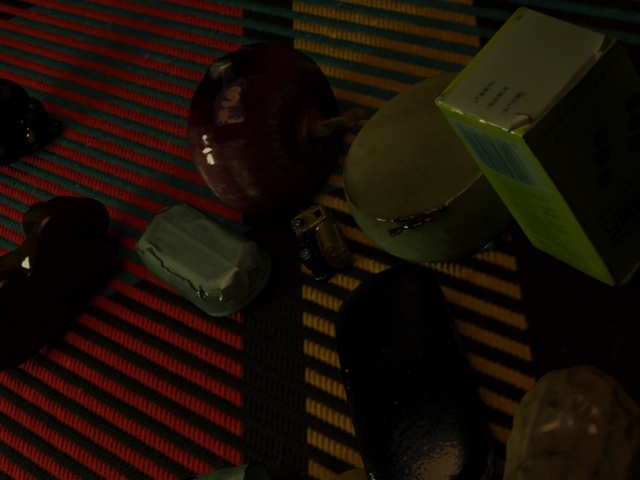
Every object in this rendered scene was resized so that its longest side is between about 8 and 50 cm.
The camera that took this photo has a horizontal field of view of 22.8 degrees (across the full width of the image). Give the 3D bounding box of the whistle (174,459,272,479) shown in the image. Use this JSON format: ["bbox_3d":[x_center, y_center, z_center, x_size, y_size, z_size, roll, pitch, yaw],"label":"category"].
[{"bbox_3d":[-0.191,0.296,1.710,0.312,0.062,0.062,-18,44,28],"label":"whistle"}]

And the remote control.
[{"bbox_3d":[-0.146,0.020,1.943,0.104,0.052,0.247,-48,36,-11],"label":"remote control"}]

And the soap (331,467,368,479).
[{"bbox_3d":[0.045,0.286,1.542,0.089,0.033,0.168,-42,40,0],"label":"soap"}]

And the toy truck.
[{"bbox_3d":[0.000,0.000,1.838,0.054,0.049,0.083,-31,40,11],"label":"toy truck"}]

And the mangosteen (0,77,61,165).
[{"bbox_3d":[-0.458,-0.173,2.342,0.151,0.137,0.137,3,48,-1],"label":"mangosteen"}]

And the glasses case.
[{"bbox_3d":[0.090,0.148,1.595,0.122,0.082,0.321,-28,39,13],"label":"glasses case"}]

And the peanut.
[{"bbox_3d":[0.212,0.235,1.354,0.143,0.159,0.291,7,54,12],"label":"peanut"}]

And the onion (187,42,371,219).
[{"bbox_3d":[-0.076,-0.144,1.940,0.207,0.200,0.200,-52,39,-3],"label":"onion"}]

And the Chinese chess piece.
[{"bbox_3d":[0.134,-0.079,1.765,0.237,0.092,0.238,-22,42,22],"label":"Chinese chess piece"}]

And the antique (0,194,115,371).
[{"bbox_3d":[-0.374,0.044,2.063,0.257,0.121,0.143,-53,30,-3],"label":"antique"}]

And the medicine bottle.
[{"bbox_3d":[0.245,-0.089,1.558,0.137,0.250,0.141,-49,41,-12],"label":"medicine bottle"}]
